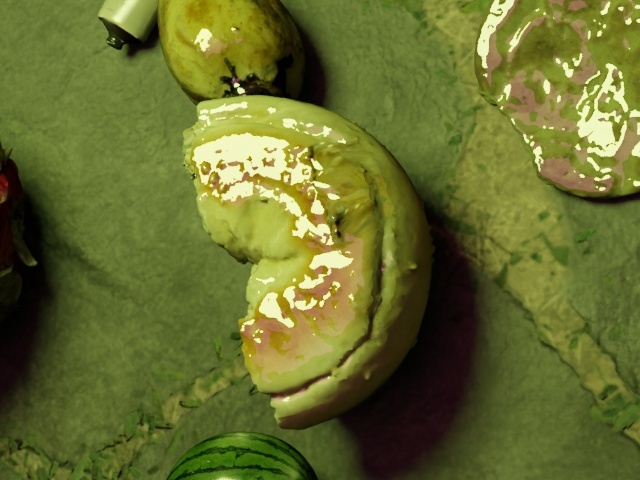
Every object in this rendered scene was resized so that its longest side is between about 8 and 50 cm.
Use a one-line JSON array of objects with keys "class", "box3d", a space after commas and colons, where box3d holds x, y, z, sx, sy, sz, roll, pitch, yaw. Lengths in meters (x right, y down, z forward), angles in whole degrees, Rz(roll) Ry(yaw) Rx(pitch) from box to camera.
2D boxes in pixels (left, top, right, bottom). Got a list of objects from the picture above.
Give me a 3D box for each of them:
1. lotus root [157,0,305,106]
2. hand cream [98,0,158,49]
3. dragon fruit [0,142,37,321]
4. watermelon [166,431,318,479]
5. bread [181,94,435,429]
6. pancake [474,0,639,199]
[{"class": "lotus root", "box3d": [-0.095, -0.201, 1.619, 0.138, 0.138, 0.214, -41, 56, 13]}, {"class": "hand cream", "box3d": [-0.167, -0.279, 1.717, 0.087, 0.054, 0.186, 27, 86, 32]}, {"class": "dragon fruit", "box3d": [-0.449, -0.018, 1.650, 0.329, 0.329, 0.329, -5, 78, 25]}, {"class": "watermelon", "box3d": [-0.051, 0.242, 1.514, 0.187, 0.140, 0.141, -5, 78, 14]}, {"class": "bread", "box3d": [0.002, -0.005, 1.514, 0.192, 0.171, 0.314, -29, 71, 14]}, {"class": "pancake", "box3d": [0.248, -0.152, 1.495, 0.236, 0.042, 0.222, 37, 99, 24]}]
